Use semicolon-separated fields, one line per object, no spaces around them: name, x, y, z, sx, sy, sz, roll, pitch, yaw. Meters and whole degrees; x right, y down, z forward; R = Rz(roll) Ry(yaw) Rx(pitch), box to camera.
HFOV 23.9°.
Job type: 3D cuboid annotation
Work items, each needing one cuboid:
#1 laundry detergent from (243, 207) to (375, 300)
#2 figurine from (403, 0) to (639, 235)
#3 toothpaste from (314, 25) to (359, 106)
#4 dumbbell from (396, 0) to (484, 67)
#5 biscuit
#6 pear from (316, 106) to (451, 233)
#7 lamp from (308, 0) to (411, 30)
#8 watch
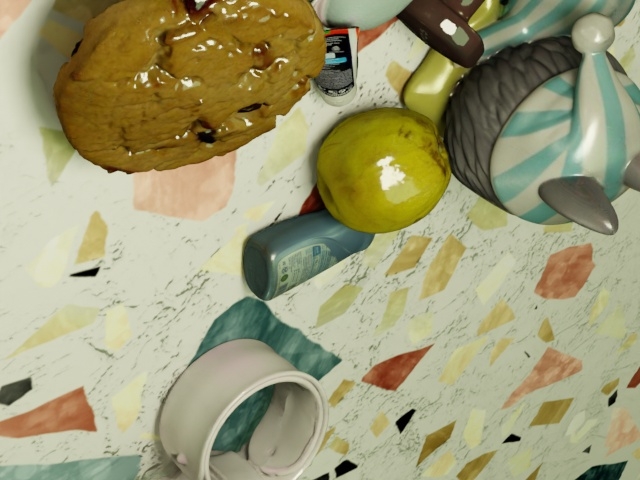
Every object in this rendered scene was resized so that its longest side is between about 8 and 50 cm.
laundry detergent;0.001;0.001;1.879;0.206;0.061;0.096;-25;136;-31
figurine;0.338;-0.166;1.821;0.266;0.378;0.361;2;122;-49
toothpaste;0.015;-0.198;1.657;0.071;0.045;0.193;-5;166;5
dumbbell;0.187;-0.316;1.719;0.225;0.124;0.140;-51;168;1
biscuit;-0.124;-0.153;1.476;0.296;0.075;0.296;-18;159;-7
pear;0.075;-0.084;1.802;0.162;0.148;0.149;-22;142;-1
lamp;0.075;-0.314;1.592;0.246;0.108;0.179;-54;169;12
watch;-0.103;0.256;1.906;0.244;0.196;0.231;2;114;-45
